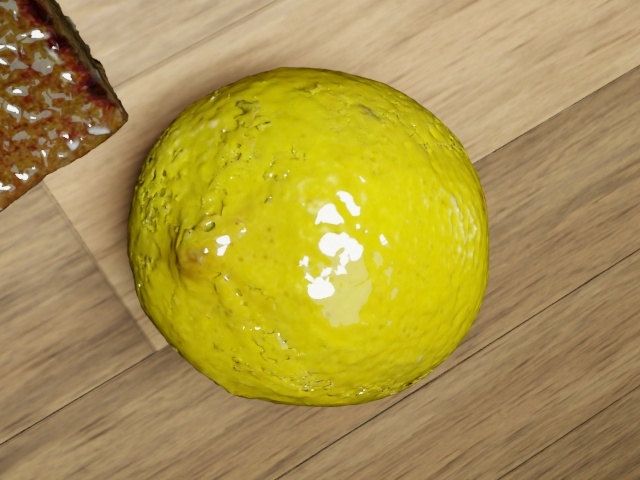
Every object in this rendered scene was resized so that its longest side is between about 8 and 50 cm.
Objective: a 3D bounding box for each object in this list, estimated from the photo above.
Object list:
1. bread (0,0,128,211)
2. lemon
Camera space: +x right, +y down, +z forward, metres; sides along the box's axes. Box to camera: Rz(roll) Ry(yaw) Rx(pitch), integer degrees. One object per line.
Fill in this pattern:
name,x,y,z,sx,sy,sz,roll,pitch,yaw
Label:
bread,-0.284,-0.190,0.477,0.165,0.113,0.416,-35,129,-6
lemon,0.000,0.000,0.669,0.310,0.258,0.257,11,115,-52
